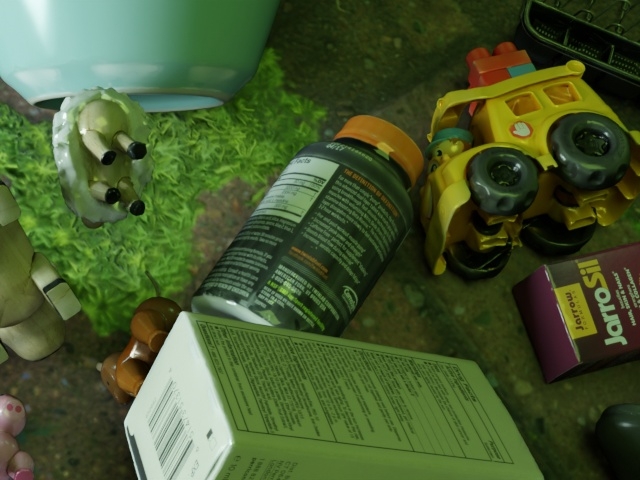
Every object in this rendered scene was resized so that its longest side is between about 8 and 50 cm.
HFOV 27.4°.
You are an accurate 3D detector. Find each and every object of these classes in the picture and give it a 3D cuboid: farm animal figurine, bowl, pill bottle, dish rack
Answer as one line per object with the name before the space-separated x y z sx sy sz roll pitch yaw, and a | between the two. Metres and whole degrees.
farm animal figurine | -0.279 0.056 1.068 0.330 0.172 0.326 -18 117 -20
bowl | -0.171 -0.200 1.155 0.312 0.311 0.163 -1 91 -16
pill bottle | 0.000 0.000 1.193 0.130 0.130 0.245 35 66 -1
dish rack | 0.327 -0.281 1.417 0.208 0.074 0.271 22 66 -8

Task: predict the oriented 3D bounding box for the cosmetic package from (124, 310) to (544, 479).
cosmetic package | 0.010 0.170 1.061 0.296 0.129 0.153 13 31 -30

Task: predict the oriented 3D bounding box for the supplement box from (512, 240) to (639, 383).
supplement box | 0.299 0.062 1.278 0.188 0.081 0.104 -12 74 -19

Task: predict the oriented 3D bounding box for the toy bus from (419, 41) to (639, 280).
toy bus | 0.177 -0.093 1.278 0.220 0.149 0.211 -17 63 -18

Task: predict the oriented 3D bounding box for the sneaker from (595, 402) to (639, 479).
sneaker | 0.345 0.301 1.181 0.146 0.122 0.330 -35 82 -25
